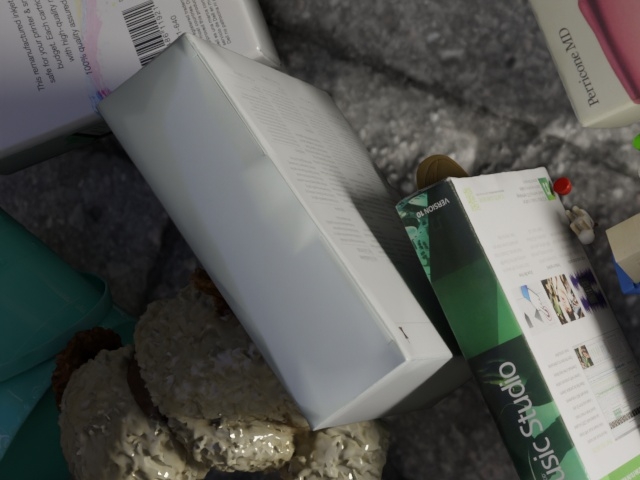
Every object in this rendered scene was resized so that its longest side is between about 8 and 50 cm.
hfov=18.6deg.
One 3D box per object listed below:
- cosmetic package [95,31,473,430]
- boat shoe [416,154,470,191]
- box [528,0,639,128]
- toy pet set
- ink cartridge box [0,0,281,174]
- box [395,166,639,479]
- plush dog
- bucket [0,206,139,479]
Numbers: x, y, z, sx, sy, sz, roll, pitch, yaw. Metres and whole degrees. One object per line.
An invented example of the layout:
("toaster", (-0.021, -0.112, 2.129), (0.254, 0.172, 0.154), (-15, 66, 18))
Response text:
("cosmetic package", (0.000, 0.000, 1.528), (0.097, 0.377, 0.284), (-39, 78, 11))
("boat shoe", (0.120, 0.001, 1.654), (0.056, 0.049, 0.152), (-23, 83, -15))
("box", (0.293, -0.199, 1.525), (0.232, 0.127, 0.149), (-25, 84, 23))
("toy pet set", (0.267, -0.019, 1.598), (0.122, 0.065, 0.114), (-28, 47, 20))
("ink cartridge box", (-0.202, -0.198, 1.712), (0.278, 0.117, 0.201), (-21, 85, 7))
("box", (0.186, 0.099, 1.535), (0.058, 0.232, 0.322), (-29, 82, 24))
("plush dog", (-0.107, 0.126, 1.547), (0.225, 0.210, 0.262), (-38, 56, 11))
("bucket", (-0.298, 0.120, 1.737), (0.183, 0.281, 0.281), (33, 106, 12))
